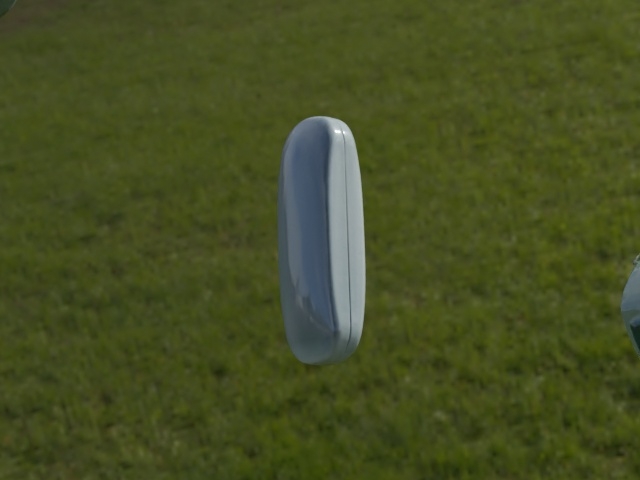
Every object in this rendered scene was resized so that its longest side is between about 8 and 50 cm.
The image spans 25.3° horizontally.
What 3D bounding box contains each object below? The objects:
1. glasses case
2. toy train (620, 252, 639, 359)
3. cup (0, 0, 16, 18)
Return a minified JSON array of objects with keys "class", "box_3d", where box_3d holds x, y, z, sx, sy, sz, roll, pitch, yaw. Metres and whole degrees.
[{"class":"glasses case","box_3d":[0.000,0.000,1.022,0.045,0.179,0.067,4,-11,-34]},{"class":"toy train","box_3d":[0.265,-0.012,0.445,0.088,0.086,0.407,-40,9,-34]},{"class":"cup","box_3d":[-0.261,-0.111,0.314,0.331,0.257,0.311,2,20,32]}]
